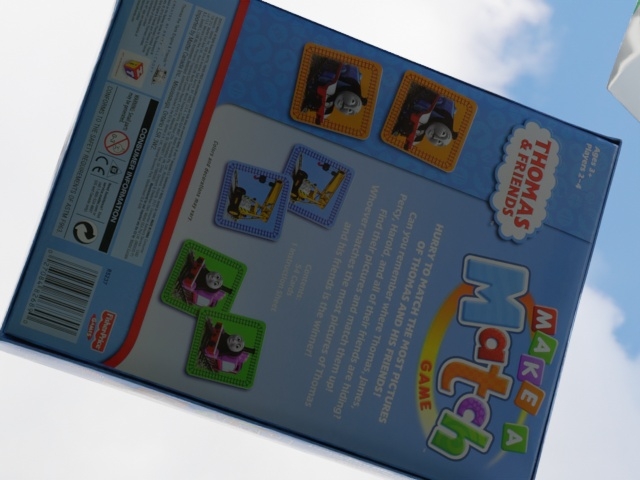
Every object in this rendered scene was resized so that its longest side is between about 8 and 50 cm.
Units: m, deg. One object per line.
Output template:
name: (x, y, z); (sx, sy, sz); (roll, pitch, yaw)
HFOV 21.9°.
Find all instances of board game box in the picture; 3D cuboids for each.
board game box: (0.000, 0.000, 0.643); (0.211, 0.039, 0.160); (20, -105, -11)

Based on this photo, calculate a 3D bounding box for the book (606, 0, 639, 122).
book: (0.124, -0.041, 0.374); (0.035, 0.144, 0.096); (-3, -56, -24)
